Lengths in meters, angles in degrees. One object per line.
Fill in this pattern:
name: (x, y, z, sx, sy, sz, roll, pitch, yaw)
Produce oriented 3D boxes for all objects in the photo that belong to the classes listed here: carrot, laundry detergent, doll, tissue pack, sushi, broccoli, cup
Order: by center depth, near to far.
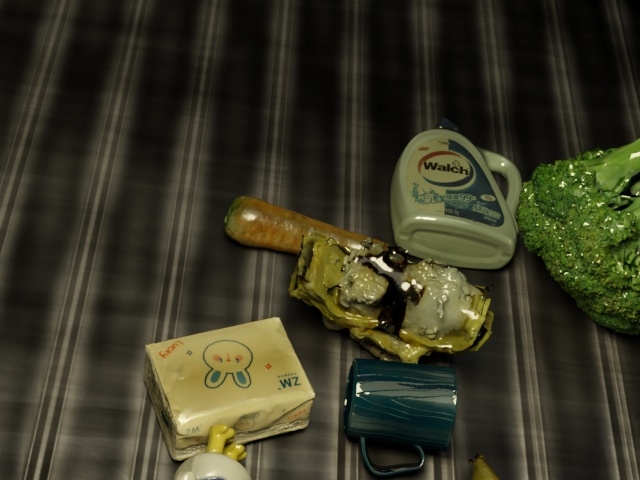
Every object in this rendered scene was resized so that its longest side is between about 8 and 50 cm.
doll: (-0.143, 0.357, 1.448, 0.119, 0.138, 0.293, -11, 39, 26)
tissue pack: (-0.123, 0.194, 1.616, 0.196, 0.092, 0.148, -11, 52, -22)
cup: (0.105, 0.232, 1.621, 0.138, 0.113, 0.150, 7, 46, -4)
sushi: (0.098, 0.083, 1.673, 0.291, 0.131, 0.139, 20, 54, -5)
broccoli: (0.473, -0.014, 1.800, 0.321, 0.310, 0.413, -25, 37, -17)
carrot: (0.000, 0.000, 1.840, 0.298, 0.078, 0.078, 15, 47, -4)
laundry detergent: (0.221, -0.090, 1.945, 0.215, 0.105, 0.280, 11, 46, -2)

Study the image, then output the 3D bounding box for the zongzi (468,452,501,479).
zongzi: (0.173, 0.388, 1.502, 0.228, 0.115, 0.256, -16, 48, -20)

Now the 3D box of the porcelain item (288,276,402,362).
porcelain item: (0.051, 0.106, 1.763, 0.213, 0.054, 0.084, 31, 49, 16)
